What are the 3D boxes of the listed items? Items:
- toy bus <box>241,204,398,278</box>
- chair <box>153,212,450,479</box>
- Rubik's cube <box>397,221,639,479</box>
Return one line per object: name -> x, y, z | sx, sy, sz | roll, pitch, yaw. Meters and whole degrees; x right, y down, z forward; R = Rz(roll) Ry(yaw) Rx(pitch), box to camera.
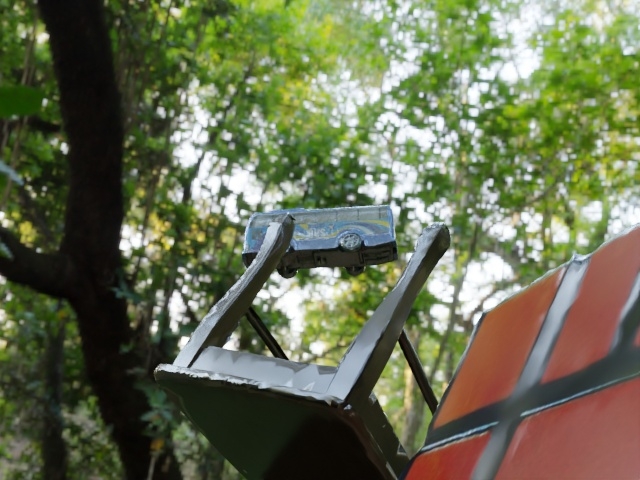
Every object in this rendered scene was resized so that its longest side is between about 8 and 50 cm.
toy bus -> 0.000, 0.000, 0.900 | 0.152, 0.061, 0.051 | -3, -30, 7
chair -> -0.016, 0.152, 0.574 | 0.160, 0.319, 0.186 | 5, -42, 37
Rubik's cube -> 0.188, 0.169, 0.367 | 0.288, 0.283, 0.293 | 36, -26, -2
